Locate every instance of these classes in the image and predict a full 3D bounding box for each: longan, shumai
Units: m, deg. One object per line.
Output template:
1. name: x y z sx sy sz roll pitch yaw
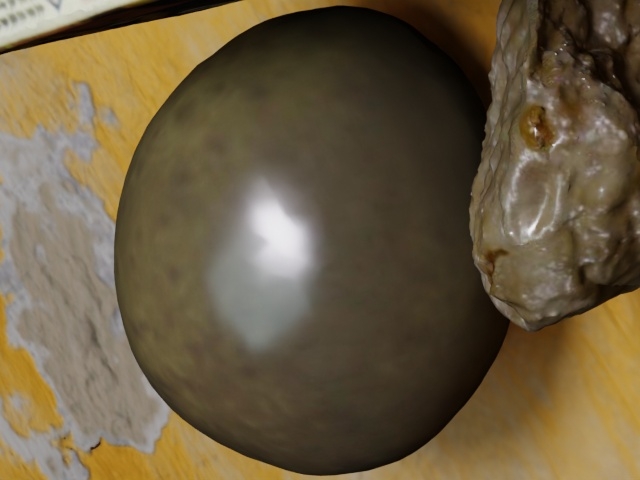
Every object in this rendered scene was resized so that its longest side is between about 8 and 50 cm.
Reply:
1. longan: 0.000 0.000 0.914 0.246 0.215 0.246 -34 46 45
2. shumai: 0.159 -0.047 0.767 0.175 0.206 0.166 12 135 13

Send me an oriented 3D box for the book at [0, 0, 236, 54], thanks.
1. book: 0.080 -0.148 0.691 0.428 0.300 0.039 -9 98 45
